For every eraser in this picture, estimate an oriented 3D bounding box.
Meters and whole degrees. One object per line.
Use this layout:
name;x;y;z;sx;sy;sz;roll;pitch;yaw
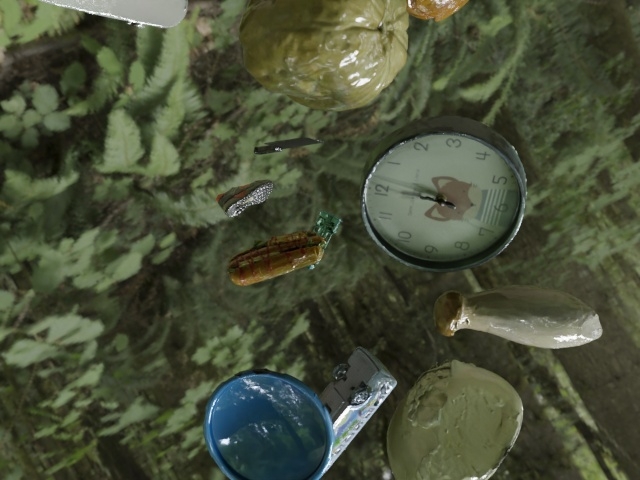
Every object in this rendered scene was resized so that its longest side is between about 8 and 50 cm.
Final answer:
eraser;-0.403;-0.581;1.386;0.331;0.331;0.150;-29;-141;-24

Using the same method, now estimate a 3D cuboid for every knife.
knife;-0.100;-0.242;1.842;0.072;0.019;0.245;9;172;-43

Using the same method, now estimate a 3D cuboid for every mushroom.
mushroom;0.405;0.156;1.501;0.350;0.128;0.128;3;176;-4

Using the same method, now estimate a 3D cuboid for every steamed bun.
steamed bun;0.267;0.426;1.612;0.334;0.233;0.312;-44;168;-36

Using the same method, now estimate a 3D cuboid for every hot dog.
hot dog;-0.104;0.033;1.750;0.250;0.076;0.104;-18;-135;5

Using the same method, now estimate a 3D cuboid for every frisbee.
frisbee;-0.090;0.337;1.298;0.242;0.242;0.045;-30;-176;19

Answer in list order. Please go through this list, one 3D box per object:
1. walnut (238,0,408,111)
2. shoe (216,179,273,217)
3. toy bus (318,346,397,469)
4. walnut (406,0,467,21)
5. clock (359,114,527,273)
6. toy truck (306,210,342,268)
walnut;0.012;-0.367;1.311;0.277;0.253;0.282;-5;-147;32
shoe;-0.230;-0.144;2.216;0.194;0.077;0.074;-34;150;-33
toy bus;0.050;0.418;1.777;0.136;0.109;0.329;29;102;-44
walnut;0.304;-0.676;1.721;0.336;0.209;0.209;-50;176;9
clock;0.235;-0.081;1.415;0.325;0.325;0.067;-30;-156;25
toy truck;0.000;0.000;2.144;0.175;0.067;0.081;-64;169;9
